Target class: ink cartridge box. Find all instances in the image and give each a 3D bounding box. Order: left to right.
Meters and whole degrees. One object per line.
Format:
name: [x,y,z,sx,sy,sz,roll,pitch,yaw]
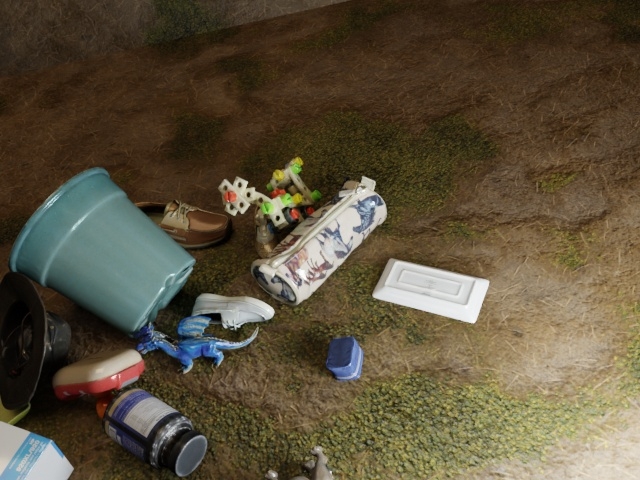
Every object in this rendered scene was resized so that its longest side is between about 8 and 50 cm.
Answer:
ink cartridge box: [-0.680,0.482,1.262,0.233,0.171,0.168,16,51,11]

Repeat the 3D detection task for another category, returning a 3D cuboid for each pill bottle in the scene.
pill bottle: [-0.358,0.417,1.321,0.219,0.122,0.123,21,53,28]

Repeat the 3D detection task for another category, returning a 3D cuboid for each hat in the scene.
hat: [-0.691,0.235,1.476,0.134,0.331,0.331,6,23,-49]

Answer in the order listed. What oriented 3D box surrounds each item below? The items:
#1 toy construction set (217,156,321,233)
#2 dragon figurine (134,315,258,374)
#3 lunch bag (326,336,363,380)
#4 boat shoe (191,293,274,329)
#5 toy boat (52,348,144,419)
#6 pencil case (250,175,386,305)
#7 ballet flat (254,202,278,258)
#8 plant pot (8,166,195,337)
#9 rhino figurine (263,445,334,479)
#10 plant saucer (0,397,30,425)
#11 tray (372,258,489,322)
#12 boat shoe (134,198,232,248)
toy construction set: [-0.122,-0.126,1.721,0.328,0.151,0.215,-19,78,-50]
dragon figurine: [-0.299,0.241,1.469,0.290,0.144,0.085,-11,45,1]
lunch bag: [0.059,0.275,1.417,0.067,0.065,0.098,-9,43,25]
boat shoe: [-0.229,0.192,1.559,0.228,0.079,0.081,3,53,23]
toy boat: [-0.511,0.346,1.420,0.231,0.151,0.151,-13,4,34]
pencil case: [0.000,0.000,1.621,0.160,0.183,0.410,28,58,33]
ballet flat: [-0.166,-0.034,1.769,0.073,0.067,0.206,-15,44,1]
plant pot: [-0.523,0.048,1.539,0.334,0.341,0.341,37,56,-1]
rhino figurine: [-0.080,0.514,1.202,0.243,0.073,0.106,-26,43,-12]
plant saucer: [-0.811,0.421,1.468,0.188,0.045,0.188,-39,50,-25]
tray: [0.280,0.116,1.553,0.271,0.030,0.145,13,50,23]
boat shoe: [-0.429,-0.056,1.811,0.324,0.119,0.122,1,46,13]
